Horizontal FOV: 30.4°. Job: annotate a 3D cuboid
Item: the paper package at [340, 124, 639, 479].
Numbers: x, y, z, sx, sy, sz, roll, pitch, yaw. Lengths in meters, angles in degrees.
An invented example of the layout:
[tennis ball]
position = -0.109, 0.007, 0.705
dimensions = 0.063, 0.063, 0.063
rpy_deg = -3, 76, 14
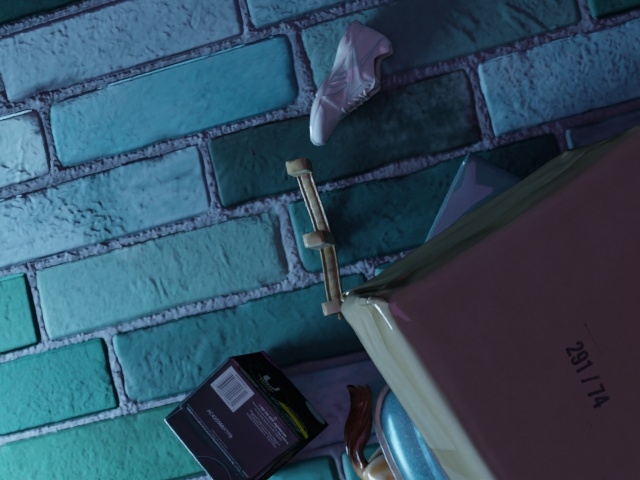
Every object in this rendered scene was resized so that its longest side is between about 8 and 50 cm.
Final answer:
[paper package]
position = 0.234, 0.107, 1.087
dimensions = 0.309, 0.168, 0.325
rpy_deg = -33, 95, -11

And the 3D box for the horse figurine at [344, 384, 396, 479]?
[horse figurine]
position = 0.128, 0.261, 1.320
dimensions = 0.263, 0.066, 0.174
rpy_deg = 28, 88, 10

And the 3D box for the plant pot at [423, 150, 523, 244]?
[plant pot]
position = 0.227, 0.033, 1.262
dimensions = 0.234, 0.165, 0.166
rpy_deg = 26, 93, 4

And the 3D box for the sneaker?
[sneaker]
position = 0.034, -0.176, 1.363
dimensions = 0.061, 0.054, 0.152
rpy_deg = 25, 92, 9

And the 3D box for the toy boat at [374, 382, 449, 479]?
[toy boat]
position = 0.128, 0.268, 1.210
dimensions = 0.318, 0.148, 0.267
rpy_deg = -40, 81, -7

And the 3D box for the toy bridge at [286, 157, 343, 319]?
[toy bridge]
position = 0.000, 0.000, 1.357
dimensions = 0.026, 0.063, 0.188
rpy_deg = -16, 83, 11

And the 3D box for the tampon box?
[tampon box]
position = -0.079, 0.202, 1.316
dimensions = 0.101, 0.161, 0.120
rpy_deg = -43, 81, 7
